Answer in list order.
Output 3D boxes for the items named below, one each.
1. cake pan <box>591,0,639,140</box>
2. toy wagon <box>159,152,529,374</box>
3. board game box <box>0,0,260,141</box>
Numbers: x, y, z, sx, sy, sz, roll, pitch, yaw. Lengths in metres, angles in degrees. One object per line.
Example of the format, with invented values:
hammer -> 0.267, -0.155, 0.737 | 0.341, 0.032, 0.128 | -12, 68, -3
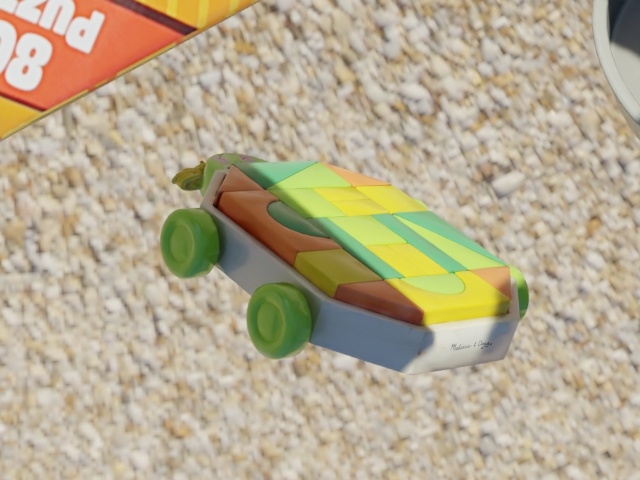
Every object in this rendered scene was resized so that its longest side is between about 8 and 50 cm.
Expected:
cake pan -> 0.341, -0.136, 1.124 | 0.293, 0.293, 0.054 | -9, 150, -6
toy wagon -> 0.000, 0.000, 1.263 | 0.267, 0.344, 0.068 | -4, 122, -43
board game box -> -0.102, -0.304, 0.506 | 0.356, 0.356, 0.356 | -33, 127, -24
